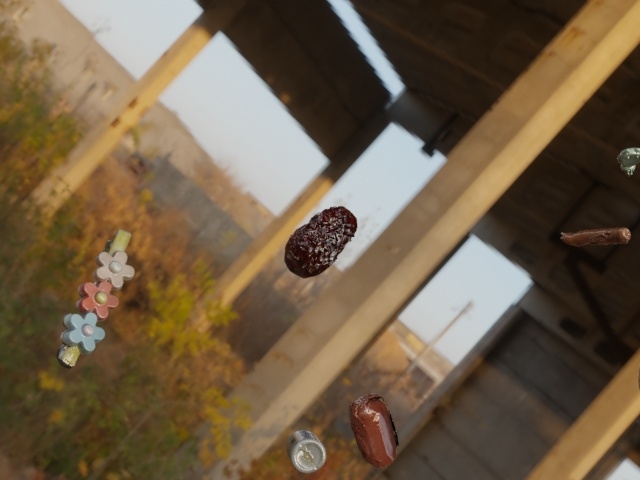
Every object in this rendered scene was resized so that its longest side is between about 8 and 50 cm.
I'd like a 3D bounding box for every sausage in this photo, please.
[{"bbox_3d":[0.092,0.330,1.796,0.076,0.076,0.141,36,-32,62],"label":"sausage"},{"bbox_3d":[0.582,-0.008,2.186,0.158,0.036,0.042,-3,-50,45],"label":"sausage"}]

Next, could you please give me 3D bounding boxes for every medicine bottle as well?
[{"bbox_3d":[-0.036,0.471,2.325,0.079,0.079,0.140,43,-5,-6],"label":"medicine bottle"}]

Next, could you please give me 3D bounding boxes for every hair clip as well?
[{"bbox_3d":[-0.294,0.072,1.376,0.062,0.213,0.056,32,-42,-22],"label":"hair clip"}]

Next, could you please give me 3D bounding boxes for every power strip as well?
[{"bbox_3d":[0.661,-0.168,2.203,0.083,0.055,0.035,76,11,-63],"label":"power strip"}]

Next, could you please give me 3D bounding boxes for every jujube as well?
[{"bbox_3d":[-0.001,-0.002,2.000,0.104,0.166,0.104,37,-13,10],"label":"jujube"}]

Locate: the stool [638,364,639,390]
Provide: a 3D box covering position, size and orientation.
[{"bbox_3d":[0.653,0.227,1.746,0.179,0.179,0.264,42,-5,12],"label":"stool"}]
